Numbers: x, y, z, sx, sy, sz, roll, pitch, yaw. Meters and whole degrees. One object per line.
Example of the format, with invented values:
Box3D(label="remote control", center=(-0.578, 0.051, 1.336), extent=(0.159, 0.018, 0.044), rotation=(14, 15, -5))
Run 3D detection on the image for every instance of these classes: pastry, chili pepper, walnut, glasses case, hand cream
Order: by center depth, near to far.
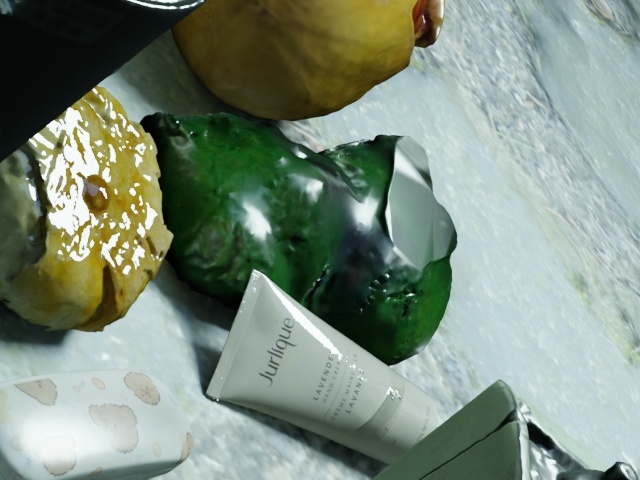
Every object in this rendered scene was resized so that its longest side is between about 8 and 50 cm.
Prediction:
Box3D(label="glasses case", center=(-0.129, 0.104, 1.027), extent=(0.164, 0.041, 0.063), rotation=(0, 57, -57))
Box3D(label="pastry", center=(-0.150, -0.020, 1.086), extent=(0.153, 0.081, 0.153), rotation=(40, 41, -48))
Box3D(label="hand cream", center=(0.008, 0.096, 1.234), extent=(0.186, 0.054, 0.087), rotation=(31, 71, -35))
Box3D(label="chili pepper", center=(0.008, -0.002, 1.288), extent=(0.264, 0.116, 0.148), rotation=(28, 40, -38))
Box3D(label="walnut", center=(-0.012, -0.193, 1.414), extent=(0.203, 0.203, 0.298), rotation=(49, 10, -6))

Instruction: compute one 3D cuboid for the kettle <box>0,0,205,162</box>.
Box3D(label="kettle", center=(-0.210, -0.069, 0.818), extent=(0.203, 0.308, 0.262), rotation=(21, 39, -47))

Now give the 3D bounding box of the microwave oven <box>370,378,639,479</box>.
Box3D(label="microwave oven", center=(0.168, 0.318, 1.005), extent=(0.394, 0.247, 0.333), rotation=(39, 28, -24))
